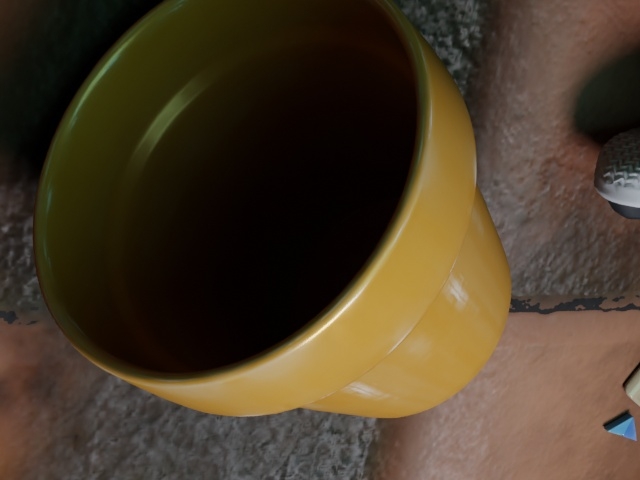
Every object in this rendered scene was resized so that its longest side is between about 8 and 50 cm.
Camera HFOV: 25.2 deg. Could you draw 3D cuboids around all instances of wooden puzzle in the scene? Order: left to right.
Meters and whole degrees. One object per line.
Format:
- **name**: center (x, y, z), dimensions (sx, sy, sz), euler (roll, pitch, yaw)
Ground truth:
- **wooden puzzle**: center (0.249, 0.095, 0.986), dimensions (0.079, 0.014, 0.116), euler (30, 96, -36)

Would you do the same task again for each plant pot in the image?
- **plant pot**: center (0.000, 0.000, 0.695), dimensions (0.205, 0.205, 0.188), euler (-52, 142, 1)

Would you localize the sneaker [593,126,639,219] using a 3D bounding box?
- **sneaker**: center (0.275, 0.007, 0.900), dimensions (0.269, 0.101, 0.153), euler (-2, 109, -32)
